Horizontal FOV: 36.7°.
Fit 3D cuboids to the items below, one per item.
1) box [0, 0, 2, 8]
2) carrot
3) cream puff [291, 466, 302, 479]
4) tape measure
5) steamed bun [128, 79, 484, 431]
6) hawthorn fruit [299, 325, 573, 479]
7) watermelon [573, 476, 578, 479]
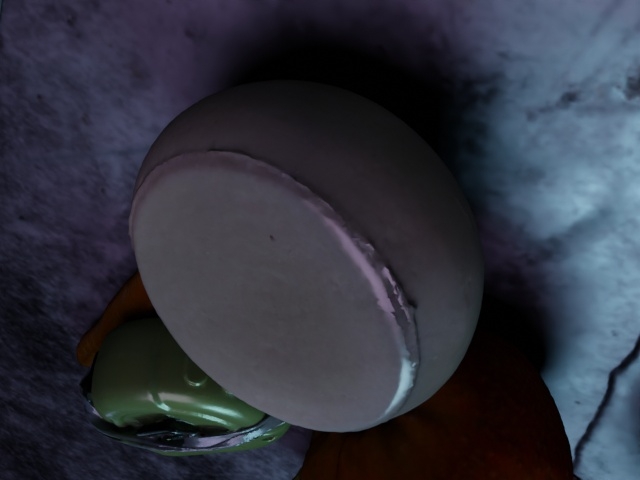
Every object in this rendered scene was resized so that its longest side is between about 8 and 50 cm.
[{"bbox_3d":[-0.221,-0.209,0.590,0.055,0.039,0.218,31,141,-3],"label":"box"},{"bbox_3d":[-0.180,0.071,0.880,0.043,0.043,0.248,37,142,-12],"label":"carrot"},{"bbox_3d":[0.026,0.273,0.941,0.146,0.116,0.146,2,99,12],"label":"cream puff"},{"bbox_3d":[-0.116,0.135,0.846,0.200,0.106,0.175,-10,150,37],"label":"tape measure"},{"bbox_3d":[0.000,0.000,0.614,0.232,0.145,0.232,21,133,25],"label":"steamed bun"},{"bbox_3d":[0.103,0.165,0.716,0.225,0.196,0.196,33,143,-29],"label":"hawthorn fruit"},{"bbox_3d":[0.162,0.246,0.843,0.241,0.154,0.094,20,177,-6],"label":"watermelon"}]
